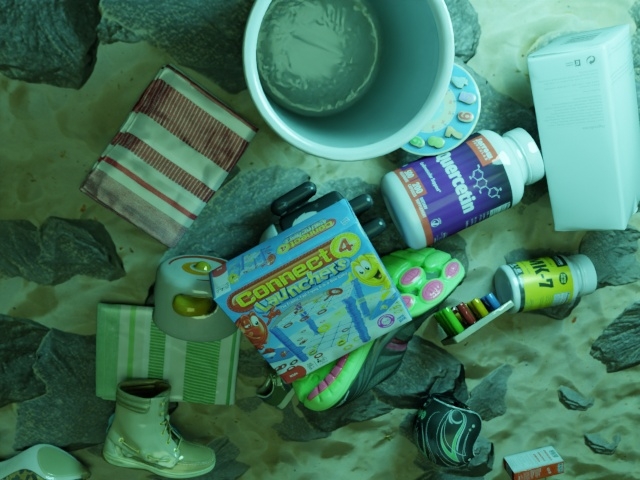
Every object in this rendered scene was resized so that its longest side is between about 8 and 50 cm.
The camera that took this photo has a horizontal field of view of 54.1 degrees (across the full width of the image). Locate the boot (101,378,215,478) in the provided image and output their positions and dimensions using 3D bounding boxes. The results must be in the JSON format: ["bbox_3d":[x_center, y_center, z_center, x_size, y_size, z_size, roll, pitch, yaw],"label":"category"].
[{"bbox_3d":[-0.355,0.430,1.445,0.262,0.095,0.203,14,105,-9],"label":"boot"}]

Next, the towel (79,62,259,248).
[{"bbox_3d":[-0.316,-0.169,1.314,0.237,0.037,0.329,35,100,-19],"label":"towel"}]

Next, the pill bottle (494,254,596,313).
[{"bbox_3d":[0.537,0.099,1.498,0.208,0.119,0.119,-11,110,-6],"label":"pill bottle"}]

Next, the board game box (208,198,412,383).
[{"bbox_3d":[-0.013,0.113,1.260,0.308,0.086,0.302,-29,128,6],"label":"board game box"}]

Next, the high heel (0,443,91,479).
[{"bbox_3d":[-0.699,0.570,1.495,0.261,0.093,0.186,20,122,-24],"label":"high heel"}]

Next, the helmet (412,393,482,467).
[{"bbox_3d":[0.314,0.483,1.572,0.169,0.169,0.161,17,89,-14],"label":"helmet"}]

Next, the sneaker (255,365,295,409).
[{"bbox_3d":[-0.087,0.317,1.500,0.086,0.064,0.192,24,107,-21],"label":"sneaker"}]

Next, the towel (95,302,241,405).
[{"bbox_3d":[-0.352,0.268,1.459,0.325,0.038,0.248,5,107,-10],"label":"towel"}]

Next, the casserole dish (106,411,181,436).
[{"bbox_3d":[-0.422,0.461,1.512,0.188,0.037,0.114,41,99,-18],"label":"casserole dish"}]

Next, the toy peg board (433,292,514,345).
[{"bbox_3d":[0.349,0.171,1.484,0.161,0.161,0.079,-32,81,-6],"label":"toy peg board"}]

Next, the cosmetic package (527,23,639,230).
[{"bbox_3d":[0.570,-0.232,1.323,0.217,0.156,0.385,-36,119,-44],"label":"cosmetic package"}]

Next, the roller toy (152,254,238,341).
[{"bbox_3d":[-0.259,0.114,1.334,0.209,0.191,0.146,-12,117,-49],"label":"roller toy"}]

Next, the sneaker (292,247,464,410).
[{"bbox_3d":[0.135,0.203,1.464,0.483,0.185,0.202,-42,148,-2],"label":"sneaker"}]

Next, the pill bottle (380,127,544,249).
[{"bbox_3d":[0.304,-0.120,1.352,0.323,0.181,0.181,-25,111,0],"label":"pill bottle"}]

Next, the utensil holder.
[{"bbox_3d":[0.018,-0.336,1.125,0.328,0.385,0.327,-3,108,-8],"label":"utensil holder"}]

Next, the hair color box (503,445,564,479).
[{"bbox_3d":[0.579,0.610,1.704,0.141,0.072,0.043,-12,109,-4],"label":"hair color box"}]

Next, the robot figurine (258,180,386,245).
[{"bbox_3d":[0.001,0.002,1.348,0.278,0.209,0.173,-28,142,1],"label":"robot figurine"}]

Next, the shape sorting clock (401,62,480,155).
[{"bbox_3d":[0.229,-0.279,1.312,0.206,0.040,0.206,-3,83,23],"label":"shape sorting clock"}]
